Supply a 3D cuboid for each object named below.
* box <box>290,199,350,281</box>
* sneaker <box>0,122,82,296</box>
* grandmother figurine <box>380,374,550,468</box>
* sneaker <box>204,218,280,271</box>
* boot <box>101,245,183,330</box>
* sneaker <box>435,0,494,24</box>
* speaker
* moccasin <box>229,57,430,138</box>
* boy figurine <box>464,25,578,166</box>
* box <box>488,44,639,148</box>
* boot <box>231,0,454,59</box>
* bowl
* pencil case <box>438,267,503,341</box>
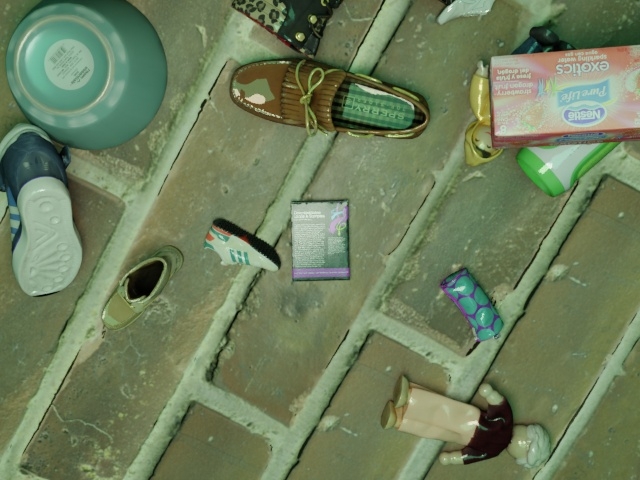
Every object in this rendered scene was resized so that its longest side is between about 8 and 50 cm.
[{"bbox_3d":[0.000,0.000,1.669,0.116,0.029,0.162,-1,99,0],"label":"box"},{"bbox_3d":[-0.553,-0.072,1.626,0.130,0.236,0.322,-11,142,-25],"label":"sneaker"},{"bbox_3d":[0.308,0.372,1.692,0.342,0.104,0.207,20,125,-5],"label":"grandmother figurine"},{"bbox_3d":[-0.158,0.026,1.667,0.161,0.057,0.075,31,114,-5],"label":"sneaker"},{"bbox_3d":[-0.360,0.102,1.615,0.077,0.165,0.213,44,94,-5],"label":"boot"},{"bbox_3d":[0.291,-0.450,1.591,0.152,0.053,0.061,-33,99,4],"label":"sneaker"},{"bbox_3d":[0.517,-0.219,1.585,0.296,0.131,0.131,-42,96,6],"label":"speaker"},{"bbox_3d":[0.017,-0.258,1.572,0.380,0.147,0.139,16,98,-2],"label":"moccasin"},{"bbox_3d":[0.358,-0.270,1.599,0.177,0.092,0.285,37,94,-7],"label":"boy figurine"},{"bbox_3d":[0.448,-0.246,1.456,0.300,0.154,0.142,-2,87,9],"label":"box"},{"bbox_3d":[0.044,-0.464,1.546,0.377,0.138,0.284,33,96,0],"label":"boot"},{"bbox_3d":[-0.456,-0.321,1.559,0.312,0.163,0.311,0,98,1],"label":"bowl"},{"bbox_3d":[0.302,0.131,1.668,0.070,0.064,0.151,-37,96,-20],"label":"pencil case"}]
